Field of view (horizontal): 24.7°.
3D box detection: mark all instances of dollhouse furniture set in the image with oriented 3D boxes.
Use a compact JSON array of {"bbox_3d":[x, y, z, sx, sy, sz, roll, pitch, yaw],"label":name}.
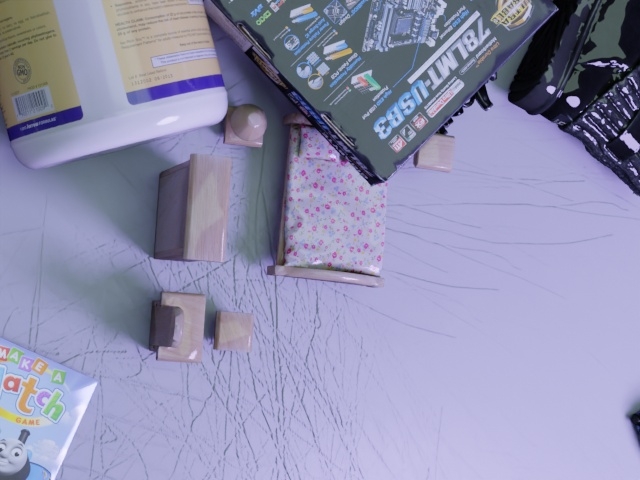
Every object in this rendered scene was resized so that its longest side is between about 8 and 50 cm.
[{"bbox_3d":[0.000,0.000,1.681,0.355,0.174,0.303,6,86,-17],"label":"dollhouse furniture set"}]

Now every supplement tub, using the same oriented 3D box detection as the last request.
[{"bbox_3d":[-0.249,-0.260,1.564,0.241,0.241,0.331,-16,95,-25],"label":"supplement tub"}]

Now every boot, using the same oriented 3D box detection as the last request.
[{"bbox_3d":[0.426,-0.254,1.933,0.260,0.131,0.348,29,87,-14],"label":"boot"}]

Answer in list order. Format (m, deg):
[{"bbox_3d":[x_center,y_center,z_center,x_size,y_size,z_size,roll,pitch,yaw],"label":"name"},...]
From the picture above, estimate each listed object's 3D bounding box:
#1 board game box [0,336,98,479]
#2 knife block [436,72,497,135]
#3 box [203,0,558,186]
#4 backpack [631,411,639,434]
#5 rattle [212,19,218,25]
[{"bbox_3d":[-0.360,0.219,1.604,0.160,0.039,0.211,27,76,-21],"label":"board game box"},{"bbox_3d":[0.111,-0.269,1.829,0.088,0.242,0.275,-24,53,-25],"label":"knife block"},{"bbox_3d":[0.066,-0.266,1.645,0.295,0.073,0.293,-46,100,-8],"label":"box"},{"bbox_3d":[0.493,0.271,1.972,0.105,0.084,0.114,-26,101,-21],"label":"backpack"},{"bbox_3d":[-0.102,-0.373,1.733,0.143,0.130,0.199,36,47,-30],"label":"rattle"}]
